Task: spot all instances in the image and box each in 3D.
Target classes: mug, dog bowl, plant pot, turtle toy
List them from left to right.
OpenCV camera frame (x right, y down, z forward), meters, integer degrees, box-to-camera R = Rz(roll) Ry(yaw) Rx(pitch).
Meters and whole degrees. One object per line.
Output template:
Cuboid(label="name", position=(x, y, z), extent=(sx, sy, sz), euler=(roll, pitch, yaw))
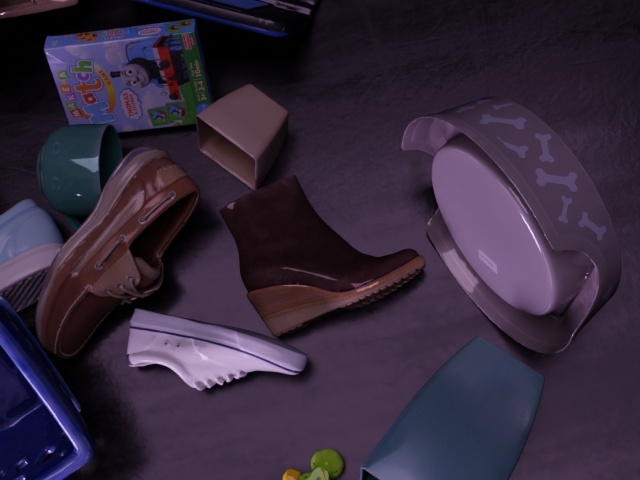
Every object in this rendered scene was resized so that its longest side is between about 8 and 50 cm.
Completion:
Cuboid(label="plant pot", position=(-0.452, 0.219, 1.616), extent=(0.236, 0.212, 0.236), euler=(-32, 104, -2))
Cuboid(label="mug", position=(-0.342, -0.086, 1.736), extent=(0.097, 0.129, 0.158), euler=(0, 78, 6))
Cuboid(label="plant pot", position=(-0.103, -0.155, 1.746), extent=(0.109, 0.109, 0.096), euler=(37, 71, 12))
Cuboid(label="turtle toy", position=(-0.007, 0.340, 1.645), extent=(0.095, 0.066, 0.130), euler=(21, 80, 9))
Cuboid(label="plant pot", position=(0.182, 0.255, 1.604), extent=(0.165, 0.165, 0.234), euler=(31, 74, 11))
Cuboid(label="dog bowl", position=(0.245, -0.028, 1.573), extent=(0.102, 0.349, 0.349), euler=(-31, 77, -14))

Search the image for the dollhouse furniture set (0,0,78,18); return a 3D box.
Cuboid(label="dollhouse furniture set", position=(-0.511, -0.571, 1.754), extent=(0.256, 0.362, 0.394), euler=(-9, 49, 2))

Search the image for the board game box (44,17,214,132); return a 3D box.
Cuboid(label="board game box", position=(-0.267, -0.228, 1.750), extent=(0.211, 0.160, 0.039), euler=(-6, 43, 5))

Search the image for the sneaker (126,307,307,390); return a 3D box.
Cuboid(label="sneaker", position=(-0.145, 0.162, 1.694), extent=(0.258, 0.094, 0.091), euler=(11, 88, 17))

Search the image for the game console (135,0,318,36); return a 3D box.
Cuboid(label="game console", position=(-0.144, -0.416, 1.775), extent=(0.293, 0.250, 0.173), euler=(15, 106, 9))

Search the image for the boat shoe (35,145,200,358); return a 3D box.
Cuboid(label="boat shoe", position=(-0.277, 0.030, 1.684), extent=(0.116, 0.123, 0.324), euler=(34, 99, 23))

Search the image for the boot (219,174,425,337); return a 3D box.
Cuboid(label="boot", position=(0.000, 0.000, 1.706), extent=(0.248, 0.090, 0.207), euler=(-22, 79, 4))

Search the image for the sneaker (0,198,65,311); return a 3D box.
Cuboid(label="sneaker", position=(-0.532, 0.059, 1.733), extent=(0.366, 0.135, 0.150), euler=(-25, 69, -9))
